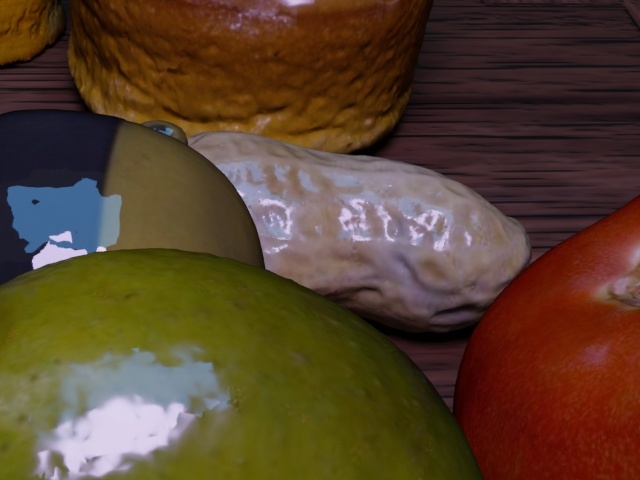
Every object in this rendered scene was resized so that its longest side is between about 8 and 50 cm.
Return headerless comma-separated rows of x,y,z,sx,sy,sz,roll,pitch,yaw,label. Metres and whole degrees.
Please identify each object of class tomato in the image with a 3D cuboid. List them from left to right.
0.138,0.054,0.627,0.195,0.136,0.195,-32,18,12,tomato

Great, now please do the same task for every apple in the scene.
-0.048,0.099,0.514,0.196,0.196,0.157,-8,12,-20,apple

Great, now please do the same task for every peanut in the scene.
0.000,0.000,0.804,0.175,0.080,0.080,8,30,3,peanut

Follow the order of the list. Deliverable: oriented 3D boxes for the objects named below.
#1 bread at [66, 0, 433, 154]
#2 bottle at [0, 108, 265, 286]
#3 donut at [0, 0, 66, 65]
-0.038,-0.144,0.987,0.195,0.142,0.269,1,28,-6,bread
-0.193,0.016,0.652,0.351,0.171,0.171,5,30,1,bottle
-0.212,-0.141,1.043,0.152,0.058,0.152,5,30,-3,donut
